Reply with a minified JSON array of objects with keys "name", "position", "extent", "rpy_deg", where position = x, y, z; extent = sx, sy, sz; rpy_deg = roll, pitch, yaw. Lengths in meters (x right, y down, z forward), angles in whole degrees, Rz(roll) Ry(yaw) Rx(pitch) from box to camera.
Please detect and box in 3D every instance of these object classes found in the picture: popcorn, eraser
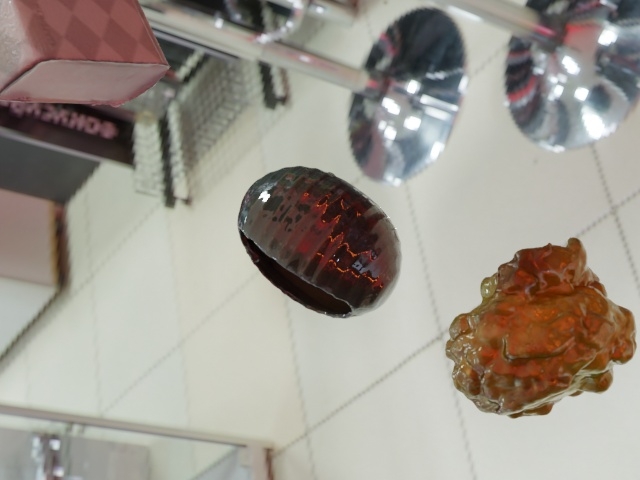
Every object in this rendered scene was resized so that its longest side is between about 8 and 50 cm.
[{"name":"popcorn","position":[0.221,0.098,1.292],"extent":[0.197,0.198,0.155],"rpy_deg":[-49,59,34]},{"name":"eraser","position":[-0.364,-0.344,1.625],"extent":[0.082,0.213,0.397],"rpy_deg":[-54,50,40]}]

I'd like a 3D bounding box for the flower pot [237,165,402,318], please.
[{"name":"flower pot","position":[0.000,0.000,1.714],"extent":[0.157,0.243,0.189],"rpy_deg":[-54,-14,-16]}]
